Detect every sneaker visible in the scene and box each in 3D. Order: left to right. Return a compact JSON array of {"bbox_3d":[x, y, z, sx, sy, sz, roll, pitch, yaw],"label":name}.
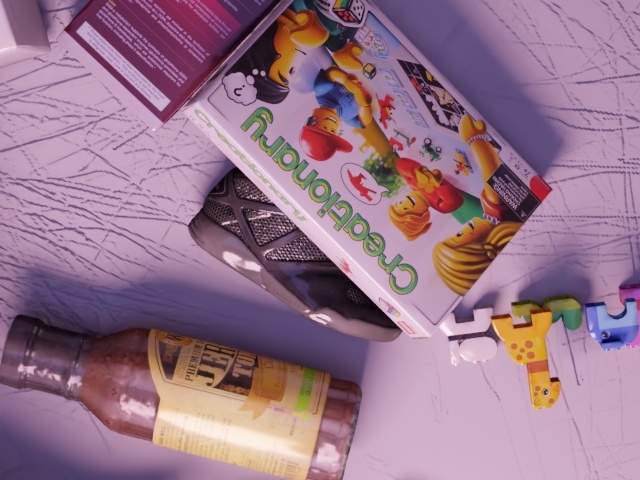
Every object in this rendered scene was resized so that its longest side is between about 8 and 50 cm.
[{"bbox_3d":[0.000,0.000,1.527,0.227,0.087,0.130,34,105,2],"label":"sneaker"}]

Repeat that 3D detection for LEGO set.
[{"bbox_3d":[0.228,0.106,1.538,0.227,0.087,0.093,-7,99,4],"label":"LEGO set"}]

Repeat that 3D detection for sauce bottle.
[{"bbox_3d":[-0.135,0.147,1.543,0.344,0.111,0.111,14,99,-2],"label":"sauce bottle"}]

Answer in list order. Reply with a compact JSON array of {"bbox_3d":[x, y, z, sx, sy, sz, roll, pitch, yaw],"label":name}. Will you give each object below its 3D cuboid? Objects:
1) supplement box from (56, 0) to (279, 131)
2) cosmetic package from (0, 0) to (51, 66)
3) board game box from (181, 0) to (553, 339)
[{"bbox_3d":[-0.117,-0.233,1.500,0.130,0.073,0.239,44,99,-6],"label":"supplement box"},{"bbox_3d":[-0.456,-0.212,1.474,0.365,0.155,0.197,-18,94,6],"label":"cosmetic package"},{"bbox_3d":[0.047,-0.082,1.479,0.305,0.053,0.193,44,73,-11],"label":"board game box"}]
